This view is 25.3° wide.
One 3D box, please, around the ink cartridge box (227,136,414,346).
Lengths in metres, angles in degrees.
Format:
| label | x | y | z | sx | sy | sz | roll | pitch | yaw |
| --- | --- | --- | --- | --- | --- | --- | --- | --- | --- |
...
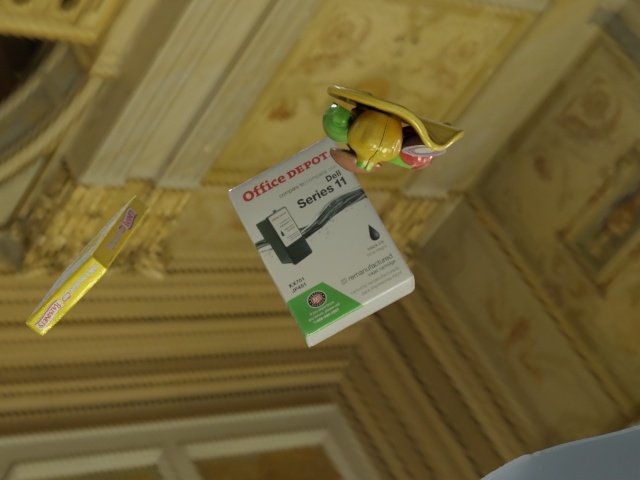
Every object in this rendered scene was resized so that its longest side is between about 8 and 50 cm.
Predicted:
| label | x | y | z | sx | sy | sz | roll | pitch | yaw |
| --- | --- | --- | --- | --- | --- | --- | --- | --- | --- |
| ink cartridge box | 0.000 | 0.000 | 1.735 | 0.208 | 0.153 | 0.087 | 60 | 177 | 14 |

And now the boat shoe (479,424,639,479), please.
| label | x | y | z | sx | sy | sz | roll | pitch | yaw |
| --- | --- | --- | --- | --- | --- | --- | --- | --- | --- |
| boat shoe | 0.113 | 0.101 | 0.457 | 0.183 | 0.083 | 0.065 | -22 | -140 | -21 |

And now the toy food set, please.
| label | x | y | z | sx | sy | sz | roll | pitch | yaw |
| --- | --- | --- | --- | --- | --- | --- | --- | --- | --- |
| toy food set | 0.057 | -0.090 | 1.303 | 0.128 | 0.071 | 0.218 | 19 | -176 | 1 |

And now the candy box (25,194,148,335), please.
| label | x | y | z | sx | sy | sz | roll | pitch | yaw |
| --- | --- | --- | --- | --- | --- | --- | --- | --- | --- |
| candy box | -0.242 | 0.023 | 1.504 | 0.027 | 0.105 | 0.206 | 41 | -162 | -9 |
